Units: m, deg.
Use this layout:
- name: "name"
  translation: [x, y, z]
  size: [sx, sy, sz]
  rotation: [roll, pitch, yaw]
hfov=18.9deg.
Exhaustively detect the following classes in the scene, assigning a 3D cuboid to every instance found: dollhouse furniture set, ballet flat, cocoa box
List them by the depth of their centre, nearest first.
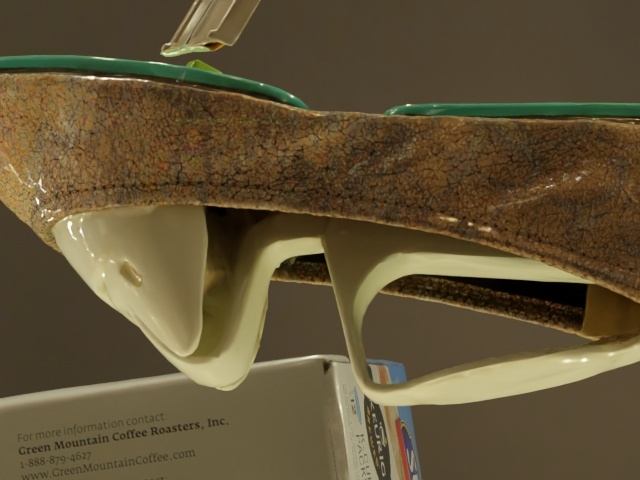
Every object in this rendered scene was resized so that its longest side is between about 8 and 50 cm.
- name: "ballet flat"
  translation: [0.000, 0.000, 0.660]
  size: [0.316, 0.107, 0.106]
  rotation: [4, -106, 15]
- name: "cocoa box"
  translation: [-0.119, 0.200, 1.098]
  size: [0.347, 0.228, 0.231]
  rotation: [-10, -97, 12]
- name: "dollhouse furniture set"
  translation: [-0.075, -0.103, 1.277]
  size: [0.058, 0.076, 0.152]
  rotation: [38, -113, -25]
